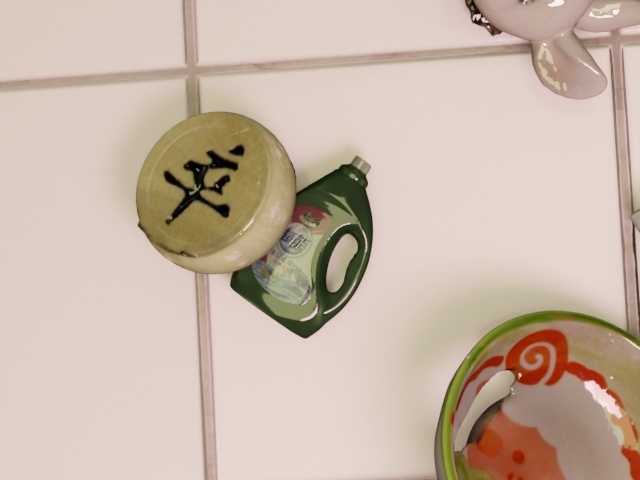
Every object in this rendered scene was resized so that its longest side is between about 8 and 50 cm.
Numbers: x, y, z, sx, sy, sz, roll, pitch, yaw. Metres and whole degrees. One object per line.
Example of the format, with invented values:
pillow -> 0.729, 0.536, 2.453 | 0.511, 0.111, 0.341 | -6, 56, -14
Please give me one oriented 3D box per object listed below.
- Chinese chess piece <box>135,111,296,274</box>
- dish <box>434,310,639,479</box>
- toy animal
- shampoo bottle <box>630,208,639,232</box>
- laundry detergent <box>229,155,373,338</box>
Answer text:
Chinese chess piece -> -0.120, -0.055, 1.405 | 0.188, 0.083, 0.188 | -9, 69, 23
dish -> 0.253, 0.247, 1.329 | 0.324, 0.124, 0.324 | 8, 64, -18
toy animal -> 0.233, -0.324, 1.373 | 0.325, 0.154, 0.208 | 46, 71, -14
shampoo bottle -> 0.421, 0.040, 1.378 | 0.056, 0.056, 0.195 | -32, 86, 4
laundry detergent -> 0.000, 0.000, 1.425 | 0.137, 0.063, 0.211 | 36, 90, 13
